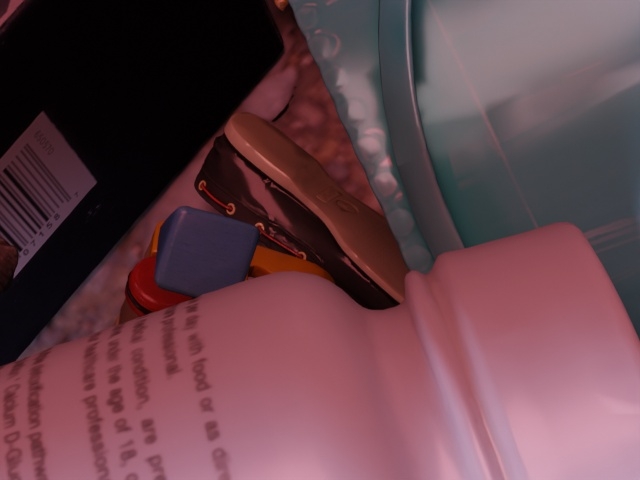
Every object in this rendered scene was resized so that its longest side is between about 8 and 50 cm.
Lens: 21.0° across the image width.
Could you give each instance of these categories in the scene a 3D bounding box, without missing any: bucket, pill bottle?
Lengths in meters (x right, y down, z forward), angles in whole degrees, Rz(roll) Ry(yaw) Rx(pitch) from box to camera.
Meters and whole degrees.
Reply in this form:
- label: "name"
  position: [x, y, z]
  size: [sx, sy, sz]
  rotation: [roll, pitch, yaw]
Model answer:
- label: "bucket"
  position: [0.107, -0.055, 0.633]
  size: [0.183, 0.281, 0.281]
  rotation: [-26, 63, 6]
- label: "pill bottle"
  position: [-0.044, 0.102, 0.468]
  size: [0.283, 0.160, 0.160]
  rotation: [-20, 64, 2]

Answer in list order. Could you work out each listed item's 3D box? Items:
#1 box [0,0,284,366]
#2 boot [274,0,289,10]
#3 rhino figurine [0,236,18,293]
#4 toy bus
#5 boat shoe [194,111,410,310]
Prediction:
- label: "box"
  position: [-0.254, -0.080, 0.769]
  size: [0.312, 0.179, 0.343]
  rotation: [34, 78, 24]
- label: "boot"
  position: [-0.047, -0.177, 0.799]
  size: [0.077, 0.165, 0.213]
  rotation: [-48, 21, -26]
- label: "rhino figurine"
  position: [-0.181, -0.037, 0.596]
  size: [0.106, 0.073, 0.243]
  rotation: [-35, 67, -8]
- label: "toy bus"
  position: [-0.042, 0.093, 0.655]
  size: [0.104, 0.191, 0.202]
  rotation: [16, 91, -13]
- label: "boat shoe"
  position: [0.001, 0.000, 0.752]
  size: [0.133, 0.049, 0.042]
  rotation: [41, 114, 16]
